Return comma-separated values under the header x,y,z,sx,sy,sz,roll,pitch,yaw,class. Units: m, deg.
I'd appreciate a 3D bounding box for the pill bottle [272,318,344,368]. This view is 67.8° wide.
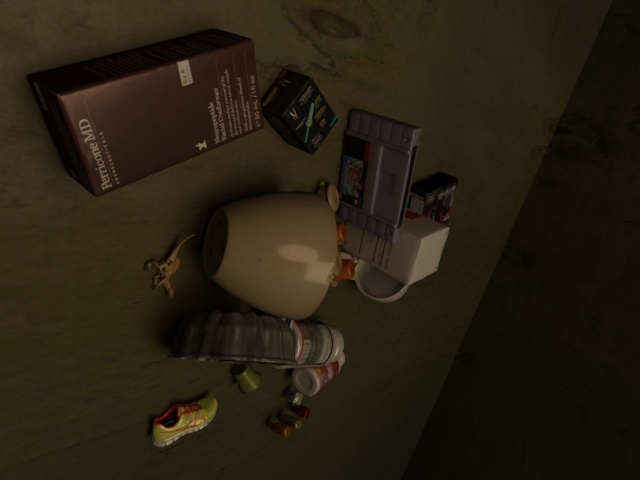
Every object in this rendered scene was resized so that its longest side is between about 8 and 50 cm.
x,y,z,sx,sy,sz,roll,pitch,yaw,class
-0.052,0.345,1.599,0.283,0.161,0.161,19,99,-54,pill bottle

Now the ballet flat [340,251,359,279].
x,y,z,sx,sy,sz,roll,pitch,yaw,class
0.086,0.080,1.636,0.248,0.086,0.086,20,98,-54,ballet flat

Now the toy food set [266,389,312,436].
x,y,z,sx,sy,sz,roll,pitch,yaw,class
-0.108,0.621,1.812,0.111,0.105,0.232,38,63,-43,toy food set

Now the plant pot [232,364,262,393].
x,y,z,sx,sy,sz,roll,pitch,yaw,class
-0.240,0.430,1.513,0.083,0.083,0.079,-43,129,-22,plant pot

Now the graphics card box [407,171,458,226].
x,y,z,sx,sy,sz,roll,pitch,yaw,class
0.433,-0.074,1.951,0.233,0.094,0.370,-25,131,-38,graphics card box

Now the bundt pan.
x,y,z,sx,sy,sz,roll,pitch,yaw,class
-0.220,0.254,1.237,0.331,0.331,0.124,26,62,-54,bundt pan

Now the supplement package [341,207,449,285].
x,y,z,sx,sy,sz,roll,pitch,yaw,class
0.245,-0.009,1.596,0.178,0.293,0.175,-19,128,-44,supplement package

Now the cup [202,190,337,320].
x,y,z,sx,sy,sz,roll,pitch,yaw,class
-0.147,0.023,1.166,0.237,0.331,0.331,10,108,-31,cup

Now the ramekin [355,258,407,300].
x,y,z,sx,sy,sz,roll,pitch,yaw,class
0.236,0.134,1.772,0.207,0.207,0.109,-54,153,-9,ramekin

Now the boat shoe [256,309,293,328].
x,y,z,sx,sy,sz,roll,pitch,yaw,class
-0.133,0.208,1.441,0.113,0.127,0.340,36,87,-41,boat shoe

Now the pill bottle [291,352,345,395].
x,y,z,sx,sy,sz,roll,pitch,yaw,class
-0.001,0.475,1.777,0.216,0.121,0.121,-23,131,-54,pill bottle

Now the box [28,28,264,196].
x,y,z,sx,sy,sz,roll,pitch,yaw,class
-0.299,-0.256,0.899,0.381,0.143,0.191,-32,136,-31,box

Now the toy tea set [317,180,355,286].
x,y,z,sx,sy,sz,roll,pitch,yaw,class
0.000,0.000,1.433,0.200,0.124,0.335,-49,129,-61,toy tea set

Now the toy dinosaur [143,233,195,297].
x,y,z,sx,sy,sz,roll,pitch,yaw,class
-0.363,0.058,1.131,0.093,0.053,0.183,-23,140,-61,toy dinosaur

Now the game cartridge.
x,y,z,sx,sy,sz,roll,pitch,yaw,class
0.162,-0.190,1.421,0.068,0.230,0.355,-30,135,-45,game cartridge

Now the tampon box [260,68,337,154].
x,y,z,sx,sy,sz,roll,pitch,yaw,class
-0.055,-0.316,1.180,0.120,0.101,0.161,-55,143,-8,tampon box

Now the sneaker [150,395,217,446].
x,y,z,sx,sy,sz,roll,pitch,yaw,class
-0.389,0.505,1.375,0.209,0.081,0.094,-25,130,-38,sneaker
